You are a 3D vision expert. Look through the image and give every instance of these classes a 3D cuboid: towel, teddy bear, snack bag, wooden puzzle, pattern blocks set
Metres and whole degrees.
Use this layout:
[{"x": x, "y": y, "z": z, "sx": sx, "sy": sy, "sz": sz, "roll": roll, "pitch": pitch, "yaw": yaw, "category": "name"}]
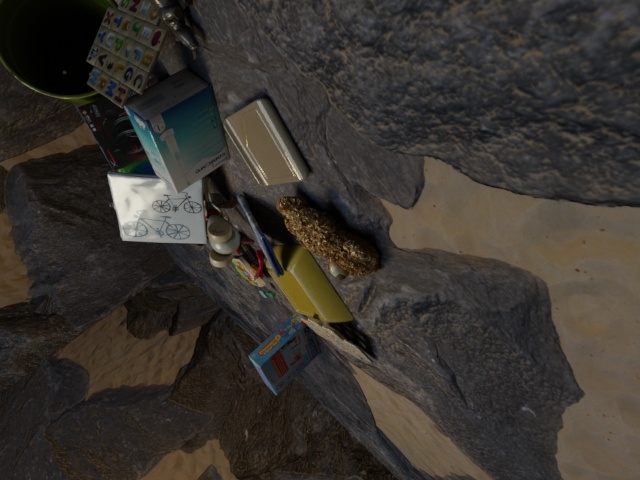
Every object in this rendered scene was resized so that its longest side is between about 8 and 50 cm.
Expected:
[{"x": -0.210, "y": -0.022, "z": 1.478, "sx": 0.285, "sy": 0.034, "sz": 0.209, "roll": 53, "pitch": 167, "yaw": 47, "category": "towel"}, {"x": 0.000, "y": 0.000, "z": 1.139, "sx": 0.338, "sy": 0.113, "sz": 0.245, "roll": 43, "pitch": 158, "yaw": 17, "category": "teddy bear"}, {"x": -0.581, "y": -0.114, "z": 1.527, "sx": 0.342, "sy": 0.324, "sz": 0.037, "roll": 102, "pitch": 167, "yaw": -46, "category": "snack bag"}, {"x": -0.143, "y": -0.249, "z": 1.112, "sx": 0.239, "sy": 0.044, "sz": 0.220, "roll": 1, "pitch": 127, "yaw": 55, "category": "wooden puzzle"}, {"x": -0.328, "y": 0.139, "z": 1.903, "sx": 0.325, "sy": 0.026, "sz": 0.285, "roll": 47, "pitch": 158, "yaw": -5, "category": "pattern blocks set"}]

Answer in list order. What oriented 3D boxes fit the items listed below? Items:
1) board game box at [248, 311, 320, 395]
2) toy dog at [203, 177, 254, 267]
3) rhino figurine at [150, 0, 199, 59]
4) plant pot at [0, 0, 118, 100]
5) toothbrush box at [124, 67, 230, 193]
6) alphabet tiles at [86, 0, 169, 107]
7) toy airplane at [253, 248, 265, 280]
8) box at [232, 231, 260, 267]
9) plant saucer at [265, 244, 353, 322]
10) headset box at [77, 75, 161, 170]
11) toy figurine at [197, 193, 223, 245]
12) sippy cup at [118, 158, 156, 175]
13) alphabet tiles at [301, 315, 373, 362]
[{"x": -0.156, "y": 0.530, "z": 1.978, "sx": 0.086, "sy": 0.302, "sz": 0.308, "roll": 33, "pitch": 151, "yaw": 35, "category": "board game box"}, {"x": -0.342, "y": -0.065, "z": 1.582, "sx": 0.220, "sy": 0.161, "sz": 0.333, "roll": 115, "pitch": 147, "yaw": -60, "category": "toy dog"}, {"x": -0.345, "y": -0.543, "z": 0.982, "sx": 0.106, "sy": 0.073, "sz": 0.243, "roll": 23, "pitch": 146, "yaw": 40, "category": "rhino figurine"}, {"x": -0.813, "y": -0.615, "z": 1.428, "sx": 0.366, "sy": 0.367, "sz": 0.353, "roll": 55, "pitch": 169, "yaw": -11, "category": "plant pot"}, {"x": -0.414, "y": -0.319, "z": 1.265, "sx": 0.126, "sy": 0.216, "sz": 0.295, "roll": 39, "pitch": 156, "yaw": 24, "category": "toothbrush box"}, {"x": -0.533, "y": -0.524, "z": 1.147, "sx": 0.343, "sy": 0.285, "sz": 0.011, "roll": 34, "pitch": -170, "yaw": 33, "category": "alphabet tiles"}, {"x": -0.229, "y": 0.083, "z": 1.617, "sx": 0.028, "sy": 0.151, "sz": 0.151, "roll": 10, "pitch": 149, "yaw": 3, "category": "toy airplane"}, {"x": -0.382, "y": 0.046, "z": 1.959, "sx": 0.233, "sy": 0.059, "sz": 0.183, "roll": 5, "pitch": 132, "yaw": 58, "category": "box"}, {"x": -0.069, "y": 0.171, "z": 1.563, "sx": 0.332, "sy": 0.081, "sz": 0.333, "roll": 57, "pitch": 156, "yaw": -15, "category": "plant saucer"}, {"x": -0.587, "y": -0.388, "z": 1.393, "sx": 0.110, "sy": 0.294, "sz": 0.217, "roll": -132, "pitch": 18, "yaw": -71, "category": "headset box"}, {"x": -0.558, "y": -0.095, "z": 1.948, "sx": 0.209, "sy": 0.148, "sz": 0.213, "roll": 51, "pitch": 157, "yaw": -2, "category": "toy figurine"}, {"x": -0.639, "y": -0.197, "z": 1.689, "sx": 0.305, "sy": 0.240, "sz": 0.224, "roll": 69, "pitch": 162, "yaw": -1, "category": "sippy cup"}, {"x": 0.062, "y": 0.371, "z": 1.597, "sx": 0.278, "sy": 0.021, "sz": 0.284, "roll": 19, "pitch": 158, "yaw": 38, "category": "alphabet tiles"}]
